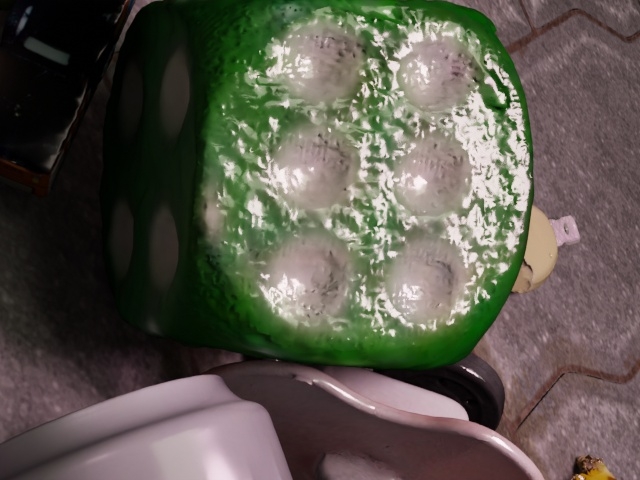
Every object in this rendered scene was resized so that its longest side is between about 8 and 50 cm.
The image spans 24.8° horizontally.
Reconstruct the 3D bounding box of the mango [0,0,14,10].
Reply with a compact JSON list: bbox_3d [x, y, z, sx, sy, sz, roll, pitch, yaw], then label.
[{"bbox_3d":[-0.311,-0.311,1.221,0.156,0.114,0.251,-51,129,-68],"label":"mango"}]

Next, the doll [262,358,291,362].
[{"bbox_3d":[-0.032,0.078,1.420,0.094,0.079,0.180,26,63,-65],"label":"doll"}]

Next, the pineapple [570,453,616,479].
[{"bbox_3d":[0.349,0.311,1.822,0.114,0.077,0.114,37,31,-44],"label":"pineapple"}]

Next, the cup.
[{"bbox_3d":[-0.129,0.283,0.989,0.323,0.237,0.326,-7,72,-55],"label":"cup"}]

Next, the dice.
[{"bbox_3d":[-0.013,-0.053,1.223,0.287,0.300,0.297,4,93,-24],"label":"dice"}]

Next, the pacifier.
[{"bbox_3d":[0.026,0.212,1.218,0.332,0.220,0.273,19,14,-1],"label":"pacifier"}]

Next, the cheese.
[{"bbox_3d":[0.288,-0.001,1.926,0.255,0.050,0.127,-8,78,-56],"label":"cheese"}]

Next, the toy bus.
[{"bbox_3d":[-0.190,-0.233,1.228,0.093,0.092,0.408,23,69,-5],"label":"toy bus"}]

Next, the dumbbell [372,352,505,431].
[{"bbox_3d":[0.105,0.212,1.467,0.143,0.143,0.325,47,38,-28],"label":"dumbbell"}]
